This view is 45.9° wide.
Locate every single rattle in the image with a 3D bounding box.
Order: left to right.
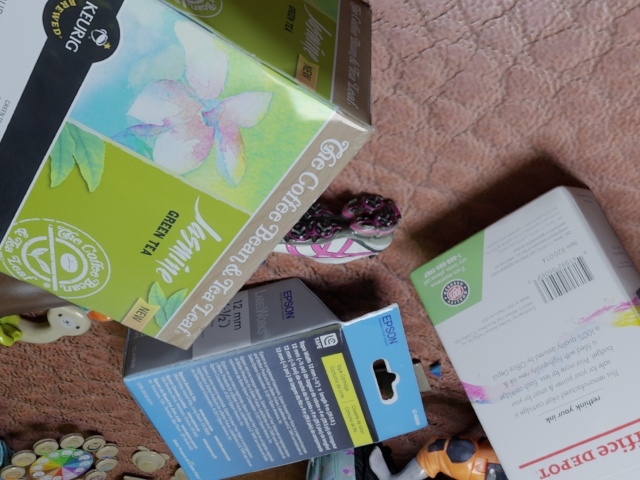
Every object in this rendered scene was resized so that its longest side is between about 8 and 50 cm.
[{"bbox_3d":[-0.360,0.113,0.968,0.200,0.143,0.130,9,113,4],"label":"rattle"}]

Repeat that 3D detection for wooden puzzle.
[{"bbox_3d":[0.118,0.200,1.089,0.116,0.014,0.078,-7,135,10],"label":"wooden puzzle"}]

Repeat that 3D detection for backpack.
[{"bbox_3d":[0.042,0.360,1.123,0.115,0.182,0.152,-21,127,21],"label":"backpack"}]

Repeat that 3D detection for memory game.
[{"bbox_3d":[-0.423,0.372,1.233,0.186,0.012,0.186,-15,139,-14],"label":"memory game"}]

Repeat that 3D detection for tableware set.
[{"bbox_3d":[-0.270,0.412,1.300,0.141,0.020,0.168,22,128,-18],"label":"tableware set"}]

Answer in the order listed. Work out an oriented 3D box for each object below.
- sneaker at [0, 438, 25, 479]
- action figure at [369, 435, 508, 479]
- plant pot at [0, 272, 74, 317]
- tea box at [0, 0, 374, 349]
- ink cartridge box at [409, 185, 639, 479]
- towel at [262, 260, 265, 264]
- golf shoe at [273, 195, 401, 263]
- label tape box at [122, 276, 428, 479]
[{"bbox_3d":[-0.545,0.358,1.236,0.122,0.110,0.283,4,137,-24],"label":"sneaker"},{"bbox_3d":[0.287,0.320,1.041,0.330,0.178,0.341,-13,152,38],"label":"action figure"},{"bbox_3d":[-0.339,0.013,0.843,0.165,0.167,0.167,-5,131,17],"label":"plant pot"},{"bbox_3d":[-0.171,-0.123,0.686,0.323,0.220,0.329,26,128,-20],"label":"tea box"},{"bbox_3d":[0.273,0.143,0.810,0.207,0.353,0.119,-33,162,29],"label":"ink cartridge box"},{"bbox_3d":[-0.128,0.009,0.927,0.119,0.029,0.067,-4,132,7],"label":"towel"},{"bbox_3d":[0.000,0.000,0.854,0.186,0.067,0.086,-2,137,-23],"label":"golf shoe"},{"bbox_3d":[-0.052,0.183,1.016,0.348,0.115,0.249,-16,129,3],"label":"label tape box"}]
